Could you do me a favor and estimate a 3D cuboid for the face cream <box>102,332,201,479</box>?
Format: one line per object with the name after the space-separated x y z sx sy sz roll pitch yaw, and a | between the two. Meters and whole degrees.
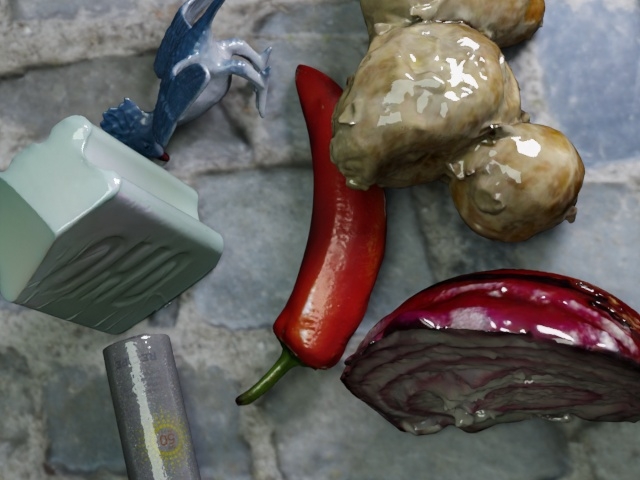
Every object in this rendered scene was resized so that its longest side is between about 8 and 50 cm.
-0.161 0.238 1.348 0.073 0.073 0.284 -17 76 13 | face cream

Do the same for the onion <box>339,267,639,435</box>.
0.176 0.084 1.188 0.314 0.280 0.146 1 66 16 | onion

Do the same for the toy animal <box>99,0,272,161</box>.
-0.139 -0.174 1.376 0.176 0.239 0.256 3 125 -10 | toy animal

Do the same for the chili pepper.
0.006 -0.004 1.348 0.137 0.092 0.369 1 73 35 | chili pepper

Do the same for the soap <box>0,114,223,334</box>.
-0.220 -0.003 1.296 0.172 0.289 0.095 -35 71 7 | soap

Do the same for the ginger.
0.123 -0.182 1.290 0.256 0.176 0.375 0 73 -18 | ginger
